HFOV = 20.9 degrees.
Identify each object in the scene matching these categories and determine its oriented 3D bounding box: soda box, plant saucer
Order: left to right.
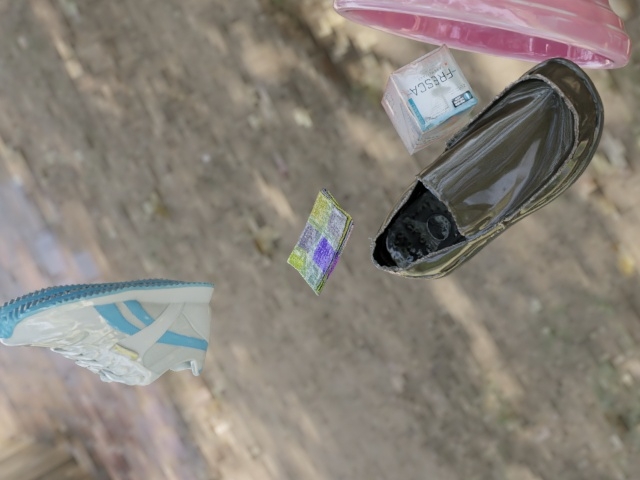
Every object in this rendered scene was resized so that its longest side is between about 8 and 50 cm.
[{"bbox_3d":[0.097,-0.126,1.580,0.063,0.058,0.183,61,178,3],"label":"soda box"},{"bbox_3d":[0.182,-0.260,1.908,0.332,0.332,0.084,15,93,62],"label":"plant saucer"}]

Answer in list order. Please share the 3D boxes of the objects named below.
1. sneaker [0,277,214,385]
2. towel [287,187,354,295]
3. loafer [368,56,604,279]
[{"bbox_3d":[-0.185,0.083,1.532,0.087,0.228,0.092,4,94,46],"label":"sneaker"},{"bbox_3d":[0.000,0.000,1.554,0.060,0.009,0.083,50,123,44],"label":"towel"},{"bbox_3d":[0.113,-0.037,1.209,0.080,0.078,0.220,49,126,13],"label":"loafer"}]
